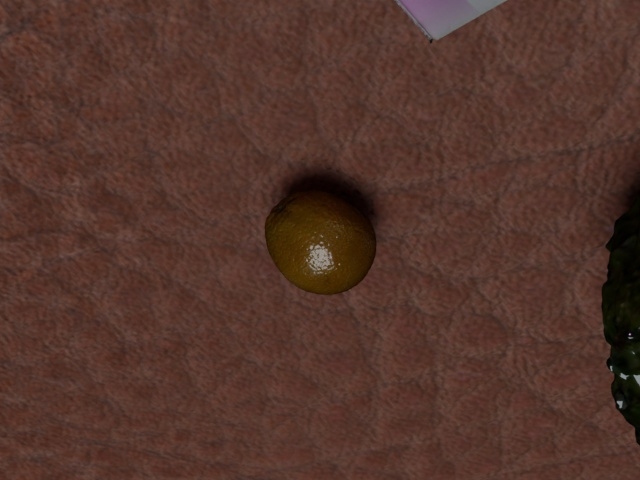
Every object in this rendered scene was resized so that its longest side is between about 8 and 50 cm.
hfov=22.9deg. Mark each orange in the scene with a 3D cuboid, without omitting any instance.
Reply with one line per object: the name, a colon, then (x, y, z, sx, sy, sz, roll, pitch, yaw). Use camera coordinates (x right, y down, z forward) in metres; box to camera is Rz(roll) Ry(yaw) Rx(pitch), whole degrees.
orange: (0.000, 0.000, 1.151, 0.085, 0.085, 0.085, 7, 135, 7)

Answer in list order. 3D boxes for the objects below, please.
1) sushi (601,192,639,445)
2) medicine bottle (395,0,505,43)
sushi: (0.361, 0.084, 1.075, 0.294, 0.178, 0.352, -15, 125, 22)
medicine bottle: (0.095, -0.228, 0.927, 0.201, 0.052, 0.171, -26, 122, 31)
